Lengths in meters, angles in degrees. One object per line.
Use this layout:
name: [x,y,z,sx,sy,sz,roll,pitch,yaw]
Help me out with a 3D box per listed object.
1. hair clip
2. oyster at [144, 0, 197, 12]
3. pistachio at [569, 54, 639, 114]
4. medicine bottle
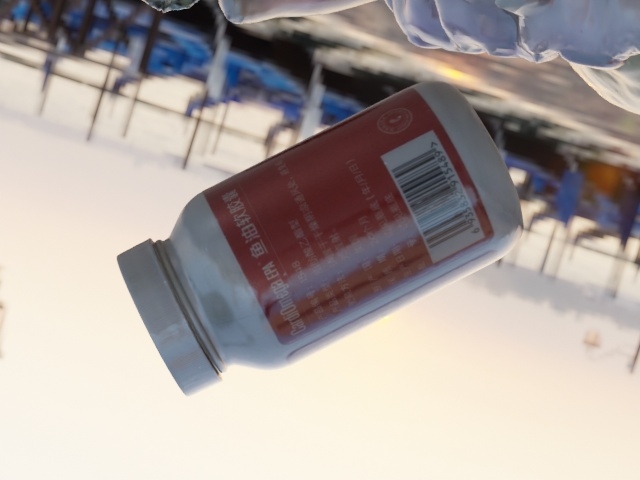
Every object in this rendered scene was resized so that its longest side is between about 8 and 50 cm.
hair clip: [0.065,-0.085,0.436,0.173,0.069,0.300,15,-169,43]
oyster: [-0.135,-0.362,1.509,0.087,0.252,0.199,8,-152,-44]
pistachio: [0.240,-0.174,0.975,0.182,0.162,0.293,-23,-166,39]
medicine bottle: [0.000,0.000,1.008,0.250,0.131,0.131,-26,-176,-2]
